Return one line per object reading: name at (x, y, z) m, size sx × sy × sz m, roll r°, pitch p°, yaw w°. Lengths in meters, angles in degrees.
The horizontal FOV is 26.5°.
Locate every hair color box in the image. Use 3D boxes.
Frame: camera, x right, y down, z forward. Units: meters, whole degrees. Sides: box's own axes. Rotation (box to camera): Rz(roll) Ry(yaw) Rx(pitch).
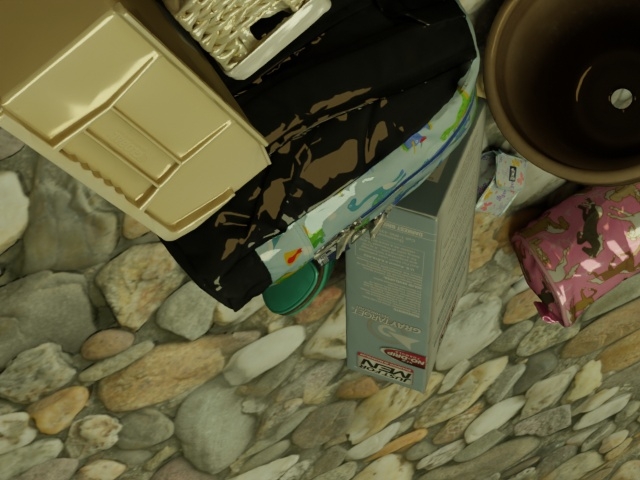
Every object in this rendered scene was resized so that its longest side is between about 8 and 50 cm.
hair color box at (0.110, 0.003, 1.634) m, size 0.374 × 0.114 × 0.185 m, roll 87°, pitch 24°, yaw -54°

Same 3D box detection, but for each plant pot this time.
plant pot at (0.334, -0.184, 1.571) m, size 0.263 × 0.263 × 0.229 m, roll -39°, pitch 166°, yaw 11°

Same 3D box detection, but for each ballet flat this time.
ballet flat at (0.000, 0.000, 1.656) m, size 0.087 × 0.083 × 0.247 m, roll -26°, pitch 152°, yaw -37°

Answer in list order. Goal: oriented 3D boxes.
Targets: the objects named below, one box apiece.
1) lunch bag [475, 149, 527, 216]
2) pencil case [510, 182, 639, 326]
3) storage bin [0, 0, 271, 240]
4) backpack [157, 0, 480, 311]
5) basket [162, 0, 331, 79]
lunch bag at (0.227, -0.077, 1.767) m, size 0.071 × 0.053 × 0.083 m, roll 11°, pitch 119°, yaw -49°
pencil case at (0.456, -0.032, 1.927) m, size 0.386 × 0.167 × 0.160 m, roll -29°, pitch 180°, yaw -4°
storage bin at (-0.189, -0.164, 1.102) m, size 0.123 × 0.262 × 0.260 m, roll -39°, pitch 147°, yaw 6°
backpack at (-0.014, -0.126, 1.320) m, size 0.355 × 0.290 × 0.273 m, roll -41°, pitch 156°, yaw 2°
basket at (-0.087, -0.242, 1.175) m, size 0.113 × 0.167 × 0.103 m, roll -39°, pitch 143°, yaw 10°
